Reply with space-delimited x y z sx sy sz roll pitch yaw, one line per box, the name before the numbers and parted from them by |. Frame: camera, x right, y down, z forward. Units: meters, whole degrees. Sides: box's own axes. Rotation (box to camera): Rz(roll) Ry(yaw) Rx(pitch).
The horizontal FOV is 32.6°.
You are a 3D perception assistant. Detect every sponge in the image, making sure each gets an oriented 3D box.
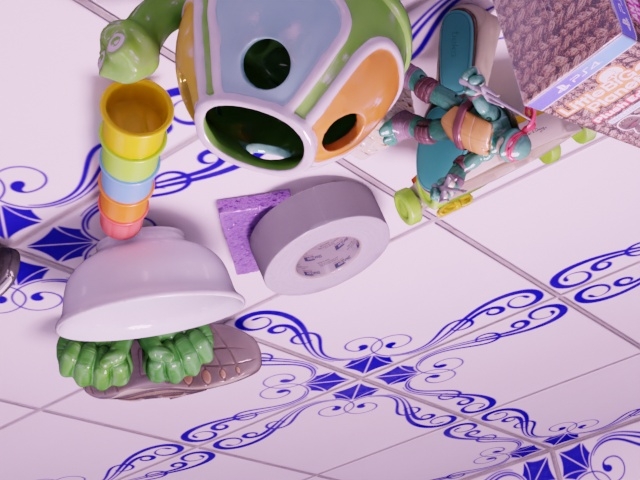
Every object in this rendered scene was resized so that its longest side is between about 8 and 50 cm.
sponge | -0.097 -0.012 1.788 0.117 0.031 0.210 -11 151 -2

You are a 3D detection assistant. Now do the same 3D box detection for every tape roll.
tape roll | 0.000 0.000 1.753 0.219 0.072 0.219 -19 153 -10

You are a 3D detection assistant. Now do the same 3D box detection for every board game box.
board game box | 0.358 -0.251 1.291 0.291 0.232 0.141 14 144 -36

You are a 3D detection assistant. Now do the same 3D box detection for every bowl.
bowl | -0.276 0.062 1.726 0.298 0.134 0.298 -11 166 -3

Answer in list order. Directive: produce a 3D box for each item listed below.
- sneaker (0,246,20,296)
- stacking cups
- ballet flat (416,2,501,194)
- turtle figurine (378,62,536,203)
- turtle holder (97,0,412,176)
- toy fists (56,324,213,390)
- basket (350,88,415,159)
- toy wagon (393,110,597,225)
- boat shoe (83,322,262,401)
sneaker | -0.585 0.054 1.692 0.229 0.086 0.132 -23 147 24
stacking cups | -0.274 -0.098 1.518 0.096 0.096 0.316 0 153 -18
ballet flat | 0.185 -0.180 1.415 0.086 0.086 0.248 4 106 -24
turtle figurine | 0.168 -0.132 1.306 0.118 0.234 0.175 -11 119 -40
turtle holder | -0.066 -0.210 1.200 0.320 0.227 0.243 28 148 -12
toy fists | -0.331 0.189 1.961 0.279 0.142 0.096 -3 151 -14
basket | 0.037 -0.190 1.430 0.113 0.103 0.167 -29 146 29
toy wagon | 0.236 -0.105 1.608 0.267 0.068 0.344 -23 176 -15
boat shoe | -0.280 0.237 2.110 0.356 0.132 0.130 -6 162 10
